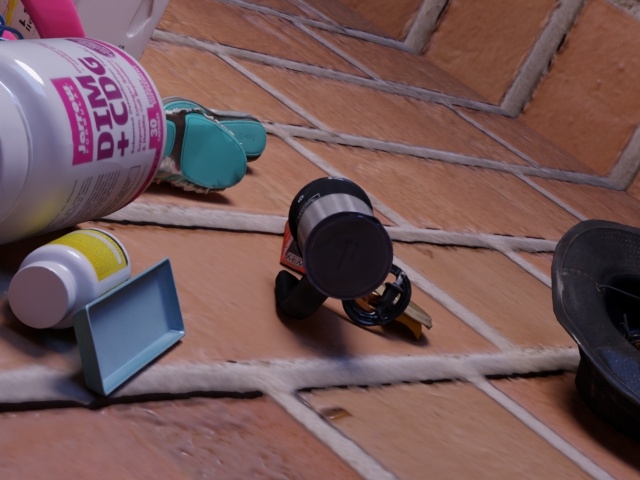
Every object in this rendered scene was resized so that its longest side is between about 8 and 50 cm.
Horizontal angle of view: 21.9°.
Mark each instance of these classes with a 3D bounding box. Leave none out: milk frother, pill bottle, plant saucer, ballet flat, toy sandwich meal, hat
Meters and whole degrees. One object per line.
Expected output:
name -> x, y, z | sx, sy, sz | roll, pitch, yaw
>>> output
milk frother -> 0.037, 0.025, 1.551 | 0.143, 0.129, 0.135 | 19, 13, -11
pill bottle -> -0.191, 0.031, 1.250 | 0.065, 0.065, 0.116 | 30, 15, 6
plant saucer -> -0.144, 0.062, 1.256 | 0.018, 0.067, 0.192 | -9, 8, 15
ballet flat -> -0.142, -0.118, 1.841 | 0.068, 0.072, 0.213 | 6, 0, 33
pill bottle -> -0.247, -0.081, 1.327 | 0.160, 0.160, 0.283 | 32, 16, 11
ballet flat -> -0.170, -0.099, 1.682 | 0.077, 0.091, 0.241 | 9, -2, 33
toy sandwich meal -> 0.074, 0.070, 1.665 | 0.085, 0.029, 0.085 | 34, 6, -4
hat -> 0.361, 0.131, 1.776 | 0.331, 0.134, 0.331 | 17, 35, -12

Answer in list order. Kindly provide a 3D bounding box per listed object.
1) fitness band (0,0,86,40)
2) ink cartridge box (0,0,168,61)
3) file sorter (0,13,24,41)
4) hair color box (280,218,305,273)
fitness band -> -0.318, -0.241, 1.647 | 0.054, 0.209, 0.291 | -27, 47, -26
ink cartridge box -> -0.302, -0.337, 1.966 | 0.117, 0.201, 0.278 | 11, 24, -47
file sorter -> -0.356, -0.179, 1.555 | 0.118, 0.104, 0.170 | 11, 24, -47
hair color box -> 0.000, 0.000, 1.724 | 0.072, 0.043, 0.141 | 27, 14, -6
